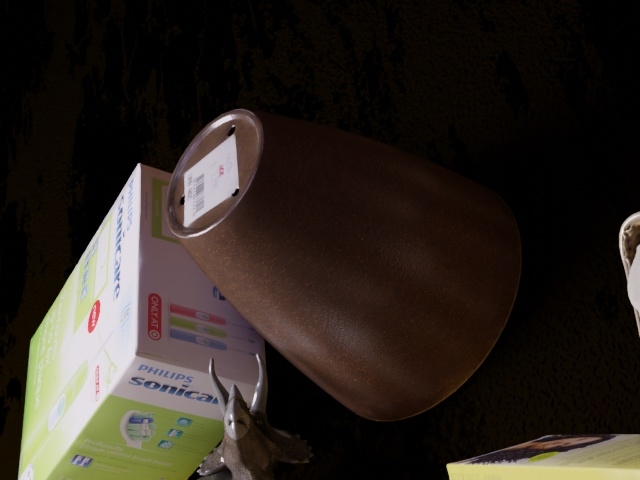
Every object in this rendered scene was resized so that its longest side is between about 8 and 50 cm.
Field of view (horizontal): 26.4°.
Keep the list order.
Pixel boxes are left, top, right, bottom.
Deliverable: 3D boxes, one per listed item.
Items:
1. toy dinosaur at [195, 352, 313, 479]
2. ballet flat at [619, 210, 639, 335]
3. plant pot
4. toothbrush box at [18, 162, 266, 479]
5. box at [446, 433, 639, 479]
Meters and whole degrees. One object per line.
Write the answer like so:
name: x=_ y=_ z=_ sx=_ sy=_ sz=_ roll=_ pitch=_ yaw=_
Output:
toy dinosaur: x=-0.085 y=0.246 z=1.102 sx=0.313 sy=0.121 sz=0.160 roll=-54 pitch=29 yaw=41
ballet flat: x=0.230 y=0.081 z=0.850 sx=0.086 sy=0.086 sz=0.248 roll=-31 pitch=44 yaw=33
plant pot: x=0.000 y=0.000 z=1.060 sx=0.215 sy=0.230 sz=0.215 roll=-30 pitch=45 yaw=35
toothbrush box: x=-0.164 y=0.107 z=1.213 sx=0.283 sy=0.122 sz=0.206 roll=-50 pitch=33 yaw=41
box: x=0.168 y=0.149 z=0.803 sx=0.232 sy=0.087 sz=0.058 roll=-17 pitch=85 yaw=65
